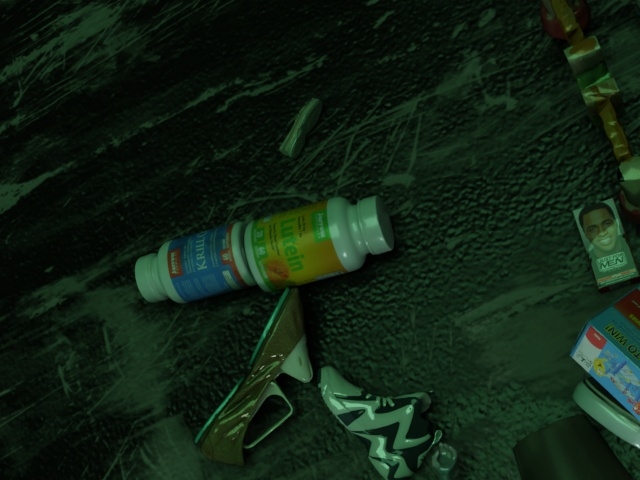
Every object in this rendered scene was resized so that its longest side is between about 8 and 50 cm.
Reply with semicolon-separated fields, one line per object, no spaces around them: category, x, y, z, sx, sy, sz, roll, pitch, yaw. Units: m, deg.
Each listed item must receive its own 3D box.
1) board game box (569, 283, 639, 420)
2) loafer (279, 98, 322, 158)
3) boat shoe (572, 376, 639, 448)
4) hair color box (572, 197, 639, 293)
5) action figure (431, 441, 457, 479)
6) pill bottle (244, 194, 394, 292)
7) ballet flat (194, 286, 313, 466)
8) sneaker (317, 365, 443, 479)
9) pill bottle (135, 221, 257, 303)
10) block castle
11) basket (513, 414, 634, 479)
board game box;0.579;0.176;1.397;0.302;0.086;0.308;-28;59;-28
loafer;-0.040;-0.219;1.856;0.039;0.045;0.125;25;88;31
boat shoe;0.552;0.272;1.452;0.335;0.121;0.119;25;104;14
hair color box;0.473;0.009;1.600;0.072;0.043;0.141;-20;69;16
action figure;0.207;0.506;1.494;0.248;0.276;0.370;-37;26;-24
pill bottle;0.000;0.000;1.728;0.245;0.136;0.136;-16;71;16
ballet flat;-0.091;0.254;1.718;0.124;0.116;0.342;31;88;5
sneaker;0.112;0.277;1.636;0.153;0.094;0.235;-40;66;5
pill bottle;-0.228;0.049;1.807;0.221;0.124;0.124;-16;71;16
block castle;0.557;-0.282;1.562;0.303;0.213;0.453;-24;67;17
basket;0.398;0.395;1.466;0.204;0.154;0.227;-20;63;-10
